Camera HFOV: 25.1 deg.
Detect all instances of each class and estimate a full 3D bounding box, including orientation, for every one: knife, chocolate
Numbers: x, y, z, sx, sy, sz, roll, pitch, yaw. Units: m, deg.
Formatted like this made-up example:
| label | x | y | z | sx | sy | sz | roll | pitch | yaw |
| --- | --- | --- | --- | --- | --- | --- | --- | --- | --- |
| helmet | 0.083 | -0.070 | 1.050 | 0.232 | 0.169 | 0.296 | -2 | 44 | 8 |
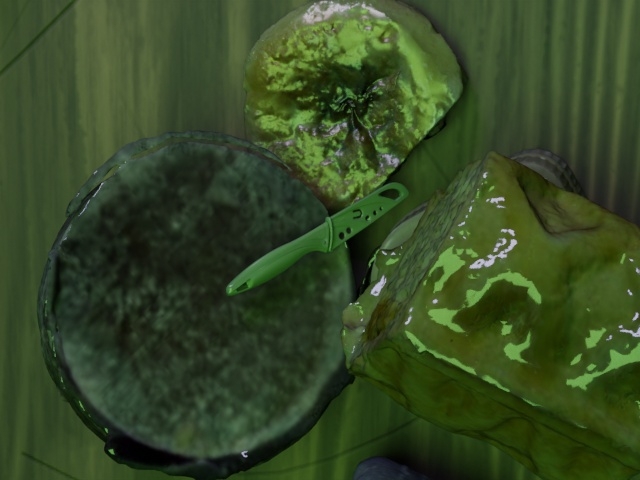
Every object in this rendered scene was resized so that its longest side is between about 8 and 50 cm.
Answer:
| label | x | y | z | sx | sy | sz | roll | pitch | yaw |
| --- | --- | --- | --- | --- | --- | --- | --- | --- | --- |
| knife | 0.000 | 0.000 | 1.268 | 0.014 | 0.207 | 0.030 | 5 | 122 | 58 |
| chocolate | -0.138 | 0.065 | 1.313 | 0.303 | 0.213 | 0.303 | 4 | 81 | -26 |

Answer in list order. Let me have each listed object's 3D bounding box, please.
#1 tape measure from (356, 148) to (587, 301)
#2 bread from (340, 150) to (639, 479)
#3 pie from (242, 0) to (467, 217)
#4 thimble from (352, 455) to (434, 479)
| label | x | y | z | sx | sy | sz | roll | pitch | yaw |
| --- | --- | --- | --- | --- | --- | --- | --- | --- | --- |
| tape measure | 0.169 | 0.080 | 1.288 | 0.231 | 0.133 | 0.271 | -30 | 95 | 19 |
| bread | 0.170 | 0.066 | 1.131 | 0.252 | 0.196 | 0.238 | 34 | 152 | -4 |
| pie | 0.017 | -0.129 | 1.324 | 0.185 | 0.052 | 0.218 | 39 | 109 | 5 |
| thimble | 0.070 | 0.330 | 1.327 | 0.172 | 0.205 | 0.236 | 26 | 111 | 7 |
